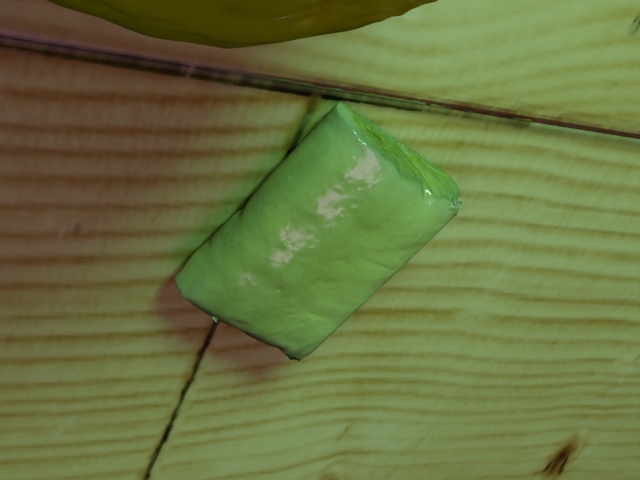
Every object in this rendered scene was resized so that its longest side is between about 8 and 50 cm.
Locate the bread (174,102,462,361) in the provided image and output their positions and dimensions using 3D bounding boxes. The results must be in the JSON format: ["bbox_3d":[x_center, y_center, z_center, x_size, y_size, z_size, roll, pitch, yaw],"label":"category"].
[{"bbox_3d":[0.000,0.000,0.747,0.139,0.060,0.178,27,116,-41],"label":"bread"}]

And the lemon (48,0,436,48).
[{"bbox_3d":[-0.020,-0.229,0.318,0.347,0.348,0.348,-14,136,-14],"label":"lemon"}]
